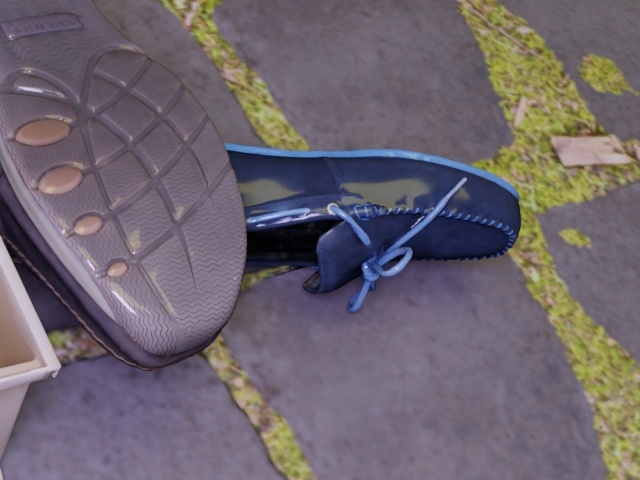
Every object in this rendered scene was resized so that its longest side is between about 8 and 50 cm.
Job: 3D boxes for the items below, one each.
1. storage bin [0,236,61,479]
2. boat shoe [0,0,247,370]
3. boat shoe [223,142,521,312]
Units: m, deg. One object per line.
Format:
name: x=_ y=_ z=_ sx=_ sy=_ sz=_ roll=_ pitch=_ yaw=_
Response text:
storage bin: x=-0.313 y=0.019 z=0.779 sx=0.260 sy=0.123 sz=0.262 roll=-12 pitch=59 yaw=-32
boat shoe: x=-0.157 y=-0.054 z=0.904 sx=0.132 sy=0.130 sz=0.355 roll=-11 pitch=52 yaw=-32
boat shoe: x=0.000 y=0.000 z=0.967 sx=0.258 sy=0.109 sz=0.089 roll=1 pitch=58 yaw=-3
